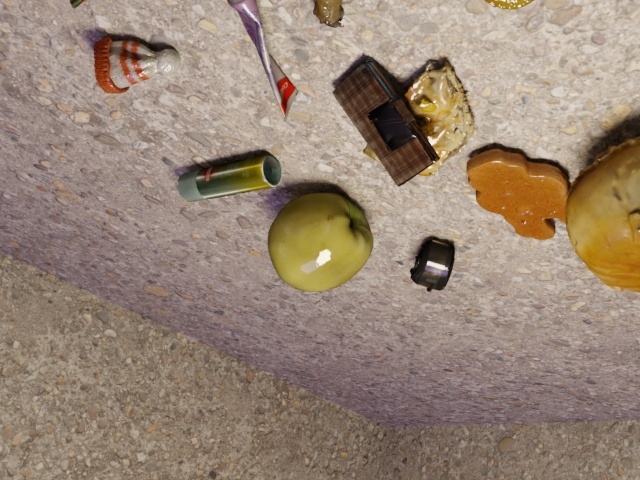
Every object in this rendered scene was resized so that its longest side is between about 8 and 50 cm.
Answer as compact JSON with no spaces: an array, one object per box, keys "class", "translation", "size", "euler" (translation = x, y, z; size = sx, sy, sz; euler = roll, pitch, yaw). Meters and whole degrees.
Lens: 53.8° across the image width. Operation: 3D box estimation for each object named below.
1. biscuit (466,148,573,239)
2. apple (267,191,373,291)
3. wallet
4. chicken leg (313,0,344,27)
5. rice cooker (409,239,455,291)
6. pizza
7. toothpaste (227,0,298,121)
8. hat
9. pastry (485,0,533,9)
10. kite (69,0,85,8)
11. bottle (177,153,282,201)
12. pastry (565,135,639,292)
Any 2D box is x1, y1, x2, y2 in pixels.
[{"class":"biscuit","translation":[0.451,-0.101,1.374],"size":[0.333,0.047,0.202],"euler":[29,149,-29]},{"class":"apple","translation":[0.000,0.000,1.573],"size":[0.262,0.262,0.262],"euler":[11,152,6]},{"class":"wallet","translation":[0.122,-0.220,1.200],"size":[0.230,0.042,0.124],"euler":[56,145,-1]},{"class":"chicken leg","translation":[0.021,-0.407,0.985],"size":[0.125,0.081,0.196],"euler":[12,156,-24]},{"class":"rice cooker","translation":[0.303,0.068,1.684],"size":[0.106,0.112,0.165],"euler":[21,150,-1]},{"class":"pizza","translation":[0.206,-0.226,1.233],"size":[0.189,0.071,0.297],"euler":[23,145,-9]},{"class":"toothpaste","translation":[-0.104,-0.351,1.154],"size":[0.048,0.075,0.301],"euler":[-17,142,9]},{"class":"hat","translation":[-0.361,-0.354,1.257],"size":[0.162,0.112,0.093],"euler":[-6,175,15]},{"class":"pastry","translation":[0.275,-0.384,0.908],"size":[0.097,0.057,0.109],"euler":[17,165,16]},{"class":"kite","translation":[-0.440,-0.499,1.097],"size":[0.183,0.014,0.241],"euler":[12,152,10]},{"class":"bottle","translation":[-0.231,-0.151,1.564],"size":[0.286,0.082,0.082],"euler":[-7,146,34]},{"class":"pastry","translation":[0.660,-0.051,1.152],"size":[0.409,0.245,0.410],"euler":[9,154,5]}]
